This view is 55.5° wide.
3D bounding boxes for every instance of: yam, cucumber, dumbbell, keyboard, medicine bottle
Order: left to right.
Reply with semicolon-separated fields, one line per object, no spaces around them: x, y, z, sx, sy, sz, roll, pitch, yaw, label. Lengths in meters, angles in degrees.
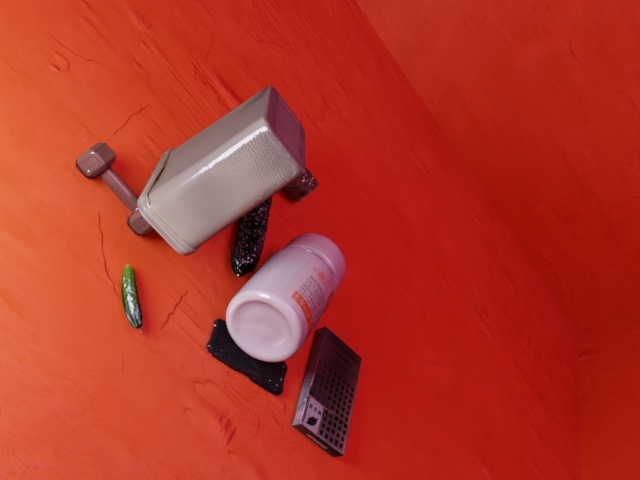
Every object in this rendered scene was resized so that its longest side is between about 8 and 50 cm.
-0.455;-0.115;1.395;0.230;0.092;0.082;52;9;-17;dumbbell
-0.416;0.126;1.336;0.039;0.039;0.167;11;58;-50;cucumber
-0.182;0.301;1.553;0.262;0.016;0.106;41;41;-30;keyboard
-0.188;-0.050;1.698;0.096;0.096;0.359;35;43;-36;cucumber
-0.078;0.139;1.615;0.211;0.211;0.371;57;30;-11;medicine bottle
-0.092;-0.206;1.916;0.194;0.107;0.107;47;38;-26;yam

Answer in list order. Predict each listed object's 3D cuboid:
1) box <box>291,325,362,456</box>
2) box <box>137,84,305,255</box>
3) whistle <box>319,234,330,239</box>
0.026;0.422;1.727;0.180;0.047;0.324;45;38;-26;box
-0.215;-0.177;1.438;0.177;0.344;0.352;53;15;-23;box
0.000;0.000;1.968;0.100;0.035;0.035;20;54;-44;whistle
